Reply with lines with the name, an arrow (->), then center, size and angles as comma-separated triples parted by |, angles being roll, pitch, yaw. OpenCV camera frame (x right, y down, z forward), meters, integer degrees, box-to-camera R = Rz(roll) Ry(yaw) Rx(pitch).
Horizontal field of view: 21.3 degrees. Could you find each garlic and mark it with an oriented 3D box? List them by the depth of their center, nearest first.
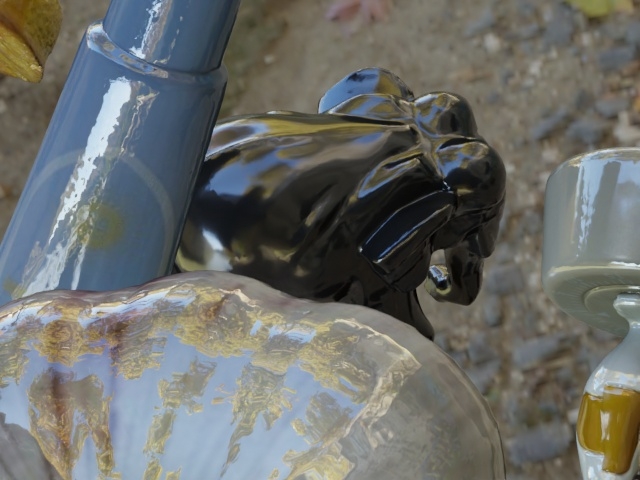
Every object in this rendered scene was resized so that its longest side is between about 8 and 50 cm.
garlic -> -0.025, 0.135, 0.632 | 0.245, 0.253, 0.245 | -2, 83, 15

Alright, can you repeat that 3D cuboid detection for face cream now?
face cream -> -0.127, -0.025, 1.023 | 0.135, 0.385, 0.086 | 19, 25, -8

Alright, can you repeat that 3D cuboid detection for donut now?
donut -> -0.259, -0.181, 1.277 | 0.152, 0.152, 0.058 | 18, 70, 34

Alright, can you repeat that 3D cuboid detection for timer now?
timer -> 0.197, 0.096, 1.041 | 0.175, 0.175, 0.266 | 7, 71, 26

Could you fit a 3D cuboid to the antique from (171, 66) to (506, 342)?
antique -> 0.000, 0.000, 1.370 | 0.322, 0.255, 0.185 | -4, 46, -19
